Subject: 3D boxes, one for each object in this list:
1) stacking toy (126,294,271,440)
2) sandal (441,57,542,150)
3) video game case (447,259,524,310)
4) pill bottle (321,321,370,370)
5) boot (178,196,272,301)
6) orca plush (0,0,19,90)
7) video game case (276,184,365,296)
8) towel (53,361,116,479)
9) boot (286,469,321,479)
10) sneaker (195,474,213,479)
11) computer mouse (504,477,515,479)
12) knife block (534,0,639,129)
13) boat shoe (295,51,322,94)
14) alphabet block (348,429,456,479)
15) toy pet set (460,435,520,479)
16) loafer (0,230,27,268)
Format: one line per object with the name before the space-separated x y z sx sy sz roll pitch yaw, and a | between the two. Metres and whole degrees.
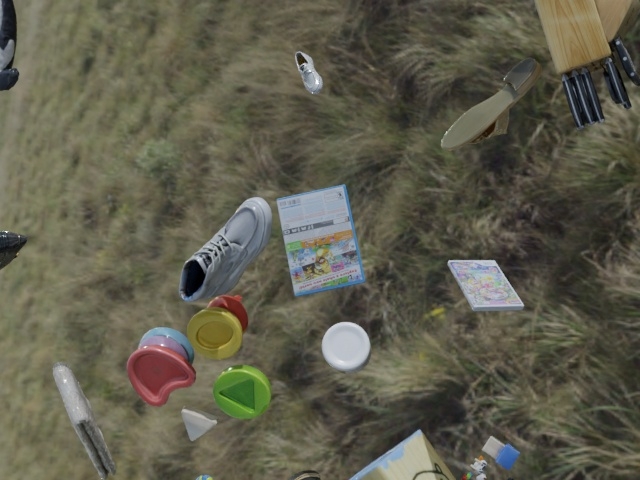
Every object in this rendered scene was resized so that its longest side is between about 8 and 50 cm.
stacking toy | -0.255 0.280 1.589 0.308 0.280 0.130 -27 18 18
sandal | 0.352 -0.243 1.376 0.240 0.079 0.088 -45 31 22
video game case | 0.269 0.072 1.149 0.122 0.087 0.011 -109 23 -53
pill bottle | 0.078 0.308 1.968 0.229 0.131 0.131 68 -160 -74
boot | -0.195 0.028 1.408 0.095 0.123 0.258 42 123 19
orca plush | -0.632 -0.375 1.315 0.102 0.151 0.287 -107 23 -71
video game case | 0.000 0.000 1.162 0.015 0.119 0.166 57 -158 -81
towel | -0.566 0.439 1.692 0.187 0.049 0.282 49 154 38
boot | -0.032 0.517 1.308 0.137 0.197 0.077 35 116 29
sneaker | -0.306 0.714 1.836 0.188 0.067 0.078 -92 2 -47
computer mouse | 0.334 0.467 1.244 0.193 0.106 0.042 -168 80 -78
knife block | 0.456 -0.345 1.271 0.275 0.088 0.242 32 107 25
boat shoe | -0.025 -0.314 1.301 0.035 0.035 0.100 -33 54 26
alphabet block | 0.148 0.516 1.333 0.193 0.192 0.197 -45 73 31
toy pet set | 0.353 0.465 1.442 0.065 0.122 0.114 33 89 23
loafer | -0.637 0.030 1.403 0.170 0.061 0.062 -29 69 50
